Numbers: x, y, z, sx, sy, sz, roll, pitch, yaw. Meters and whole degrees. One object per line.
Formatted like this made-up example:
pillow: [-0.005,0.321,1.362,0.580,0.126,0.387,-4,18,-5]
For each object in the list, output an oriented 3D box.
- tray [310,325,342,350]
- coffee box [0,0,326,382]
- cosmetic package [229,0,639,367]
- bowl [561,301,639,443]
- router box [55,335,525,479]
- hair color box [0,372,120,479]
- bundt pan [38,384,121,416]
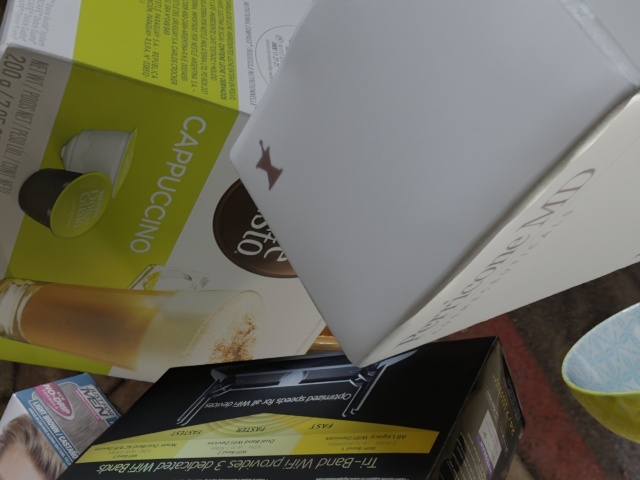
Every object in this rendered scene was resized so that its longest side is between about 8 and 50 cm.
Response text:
tray: [0.000,0.000,1.654,0.203,0.076,0.410,2,96,8]
coffee box: [-0.138,-0.100,0.806,0.335,0.337,0.338,14,43,-23]
cosmetic package: [0.197,-0.094,0.556,0.453,0.230,0.161,-14,63,-39]
bowl: [0.469,0.180,1.076,0.289,0.289,0.156,-31,100,-27]
router box: [-0.040,0.171,0.592,0.243,0.309,0.081,-45,119,-54]
hair color box: [-0.320,0.337,0.978,0.105,0.174,0.347,-9,136,-54]
bundt pan: [-0.385,0.395,1.378,0.124,0.331,0.331,-40,116,7]
